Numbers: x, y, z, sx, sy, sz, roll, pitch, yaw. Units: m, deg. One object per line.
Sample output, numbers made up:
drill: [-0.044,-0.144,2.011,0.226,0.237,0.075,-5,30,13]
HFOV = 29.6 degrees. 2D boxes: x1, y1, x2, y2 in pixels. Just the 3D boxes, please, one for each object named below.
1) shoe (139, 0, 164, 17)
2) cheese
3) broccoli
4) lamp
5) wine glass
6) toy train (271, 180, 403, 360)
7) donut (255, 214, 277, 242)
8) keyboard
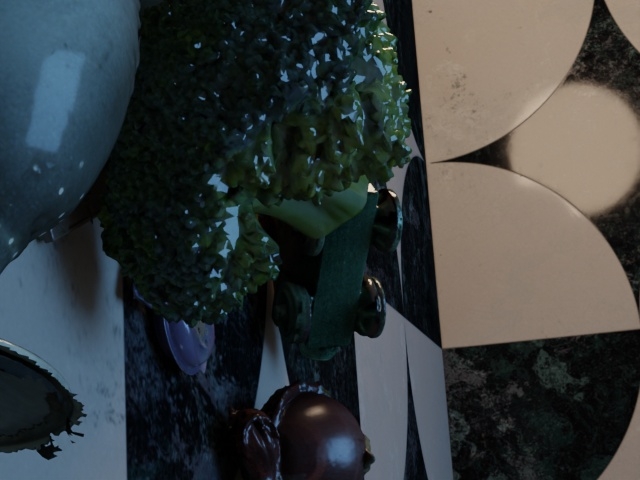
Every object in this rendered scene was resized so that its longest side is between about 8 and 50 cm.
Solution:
shoe: [-0.148,-0.131,1.238,0.251,0.103,0.100,68,-12,-14]
cheese: [-0.151,0.071,1.251,0.191,0.042,0.105,63,23,-49]
broccoli: [-0.039,-0.090,1.097,0.302,0.249,0.375,30,72,-28]
lamp: [-0.036,0.276,1.443,0.223,0.151,0.215,-3,77,-33]
wine glass: [-0.214,-0.053,0.756,0.190,0.190,0.357,63,23,-54]
toy train: [0.000,0.000,1.612,0.221,0.150,0.304,-123,-143,-52]
donut: [-0.093,-0.044,1.508,0.140,0.059,0.141,-7,90,-77]
keyboard: [-0.218,-0.039,1.090,0.166,0.017,0.055,-50,126,-72]
